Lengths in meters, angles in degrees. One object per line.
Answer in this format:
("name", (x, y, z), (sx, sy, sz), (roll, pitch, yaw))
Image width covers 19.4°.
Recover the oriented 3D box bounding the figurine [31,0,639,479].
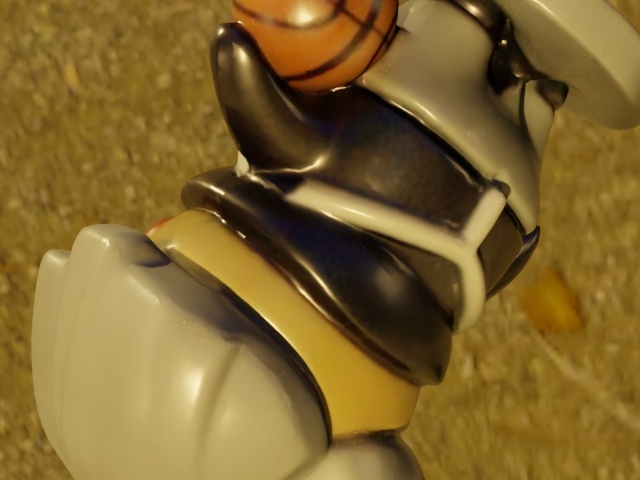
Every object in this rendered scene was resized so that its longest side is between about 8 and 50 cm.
("figurine", (0.000, 0.000, 0.650), (0.236, 0.176, 0.133), (-54, 37, -4))
